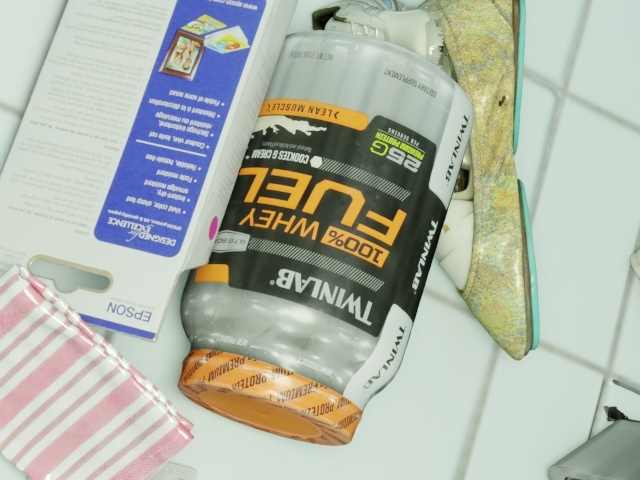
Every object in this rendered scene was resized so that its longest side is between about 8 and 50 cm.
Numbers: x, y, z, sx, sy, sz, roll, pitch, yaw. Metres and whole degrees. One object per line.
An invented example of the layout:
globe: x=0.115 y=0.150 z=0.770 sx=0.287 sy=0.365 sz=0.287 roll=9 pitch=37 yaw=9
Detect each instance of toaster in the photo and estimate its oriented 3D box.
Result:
toaster: x=0.311 y=0.258 z=1.698 sx=0.110 sy=0.186 sz=0.168 roll=-26 pitch=104 yaw=-26

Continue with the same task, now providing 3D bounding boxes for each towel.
towel: x=-0.210 y=0.126 z=1.432 sx=0.197 sy=0.144 sz=0.029 roll=44 pitch=28 yaw=-6

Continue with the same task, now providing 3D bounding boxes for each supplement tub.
supplement tub: x=0.000 y=0.000 z=1.542 sx=0.194 sy=0.193 sz=0.316 roll=24 pitch=72 yaw=-24

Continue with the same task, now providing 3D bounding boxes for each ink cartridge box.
ink cartridge box: x=-0.146 y=-0.101 z=1.495 sx=0.176 sy=0.069 sz=0.371 roll=14 pitch=71 yaw=16

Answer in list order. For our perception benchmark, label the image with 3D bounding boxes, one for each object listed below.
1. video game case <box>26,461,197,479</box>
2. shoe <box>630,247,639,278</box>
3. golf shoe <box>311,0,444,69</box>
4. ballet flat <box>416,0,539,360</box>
video game case: x=-0.183 y=0.249 z=1.510 sx=0.143 sy=0.019 sz=0.157 roll=17 pitch=76 yaw=-25
shoe: x=0.381 y=0.087 z=1.823 sx=0.219 sy=0.058 sz=0.076 roll=58 pitch=31 yaw=-15
golf shoe: x=0.049 y=-0.175 z=1.613 sx=0.086 sy=0.176 sz=0.069 roll=-6 pitch=107 yaw=-20
ballet flat: x=0.134 y=-0.063 z=1.681 sx=0.123 sy=0.123 sz=0.348 roll=1 pitch=84 yaw=-29
